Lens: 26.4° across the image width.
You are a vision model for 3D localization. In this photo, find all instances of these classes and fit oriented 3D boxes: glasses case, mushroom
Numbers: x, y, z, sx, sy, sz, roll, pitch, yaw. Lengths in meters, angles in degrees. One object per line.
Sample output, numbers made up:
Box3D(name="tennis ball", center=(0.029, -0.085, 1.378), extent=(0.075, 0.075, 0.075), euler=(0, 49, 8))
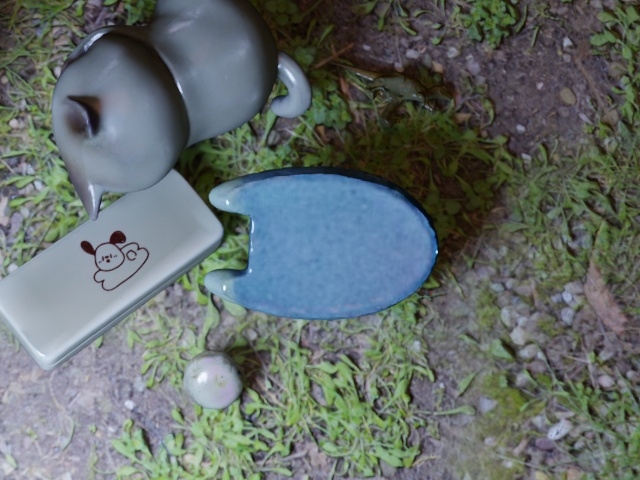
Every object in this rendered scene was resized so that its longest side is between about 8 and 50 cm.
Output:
Box3D(name="glasses case", center=(-0.286, 0.036, 1.851), extent=(0.313, 0.070, 0.131), euler=(-36, 81, -21))
Box3D(name="mushroom", center=(-0.143, 0.186, 1.831), extent=(0.083, 0.067, 0.084), euler=(-1, 106, -3))

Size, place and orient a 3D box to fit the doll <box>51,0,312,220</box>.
Box3D(name="doll", center=(-0.210, -0.209, 1.848), extent=(0.370, 0.215, 0.226), euler=(-29, 61, -32))

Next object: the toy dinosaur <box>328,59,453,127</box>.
Box3D(name="toy dinosaur", center=(0.109, -0.242, 2.052), extent=(0.126, 0.039, 0.162), euler=(-34, 75, -30))

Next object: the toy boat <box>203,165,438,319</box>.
Box3D(name="toy boat", center=(0.000, 0.000, 1.890), extent=(0.329, 0.123, 0.215), euler=(-1, 101, -13))
